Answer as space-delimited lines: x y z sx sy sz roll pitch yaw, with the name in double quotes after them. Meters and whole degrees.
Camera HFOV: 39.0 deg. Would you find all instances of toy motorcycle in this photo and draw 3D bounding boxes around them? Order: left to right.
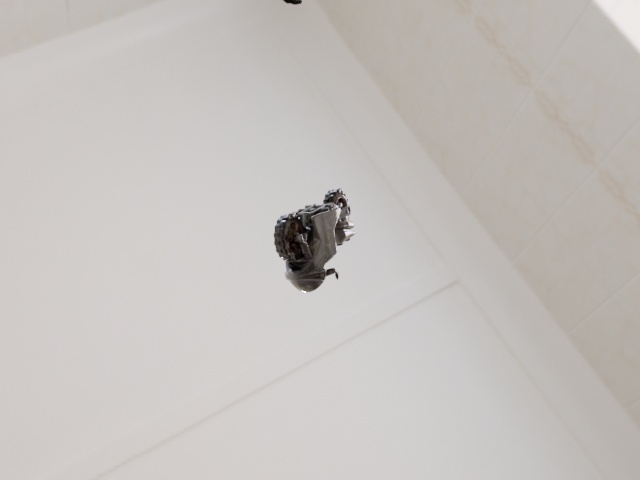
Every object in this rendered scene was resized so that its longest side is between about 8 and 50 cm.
0.000 0.000 1.329 0.080 0.122 0.215 -1 -164 28 "toy motorcycle"

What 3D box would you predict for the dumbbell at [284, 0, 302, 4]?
0.000 -0.471 1.045 0.179 0.406 0.179 9 -145 -7 "dumbbell"
